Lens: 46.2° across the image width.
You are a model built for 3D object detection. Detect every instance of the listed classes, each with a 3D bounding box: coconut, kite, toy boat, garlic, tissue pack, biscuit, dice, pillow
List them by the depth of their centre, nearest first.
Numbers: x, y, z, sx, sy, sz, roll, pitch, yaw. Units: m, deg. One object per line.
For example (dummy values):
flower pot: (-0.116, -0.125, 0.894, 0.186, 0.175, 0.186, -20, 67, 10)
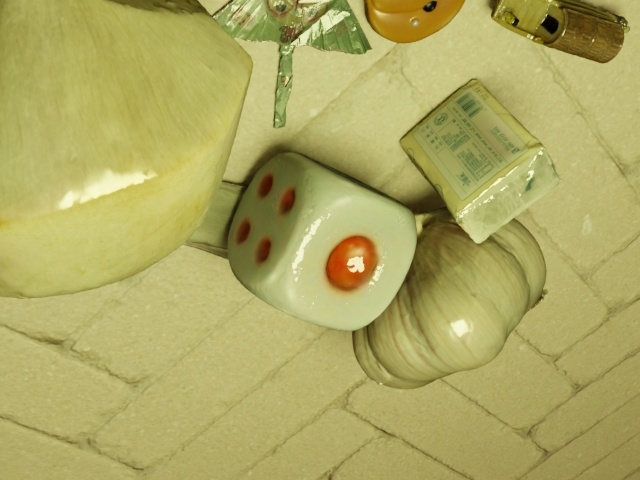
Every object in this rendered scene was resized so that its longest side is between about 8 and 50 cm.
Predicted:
coconut: (-0.262, -0.139, 0.736, 0.415, 0.344, 0.415, -24, 159, -10)
biscuit: (0.128, -0.327, 0.928, 0.170, 0.050, 0.170, -11, 131, -13)
kite: (-0.041, -0.250, 0.951, 0.229, 0.012, 0.250, 0, 128, -17)
toy boat: (0.327, -0.290, 1.012, 0.226, 0.088, 0.068, 7, 125, -27)
dice: (0.000, 0.000, 1.024, 0.194, 0.192, 0.193, 19, 99, -35)
tissue pack: (0.217, -0.111, 1.040, 0.148, 0.196, 0.092, -38, 131, 12)
pillow: (-0.162, -0.037, 1.058, 0.233, 0.038, 0.130, 12, 115, -32)
garlic: (0.179, 0.084, 1.131, 0.322, 0.241, 0.322, -37, 165, -11)
